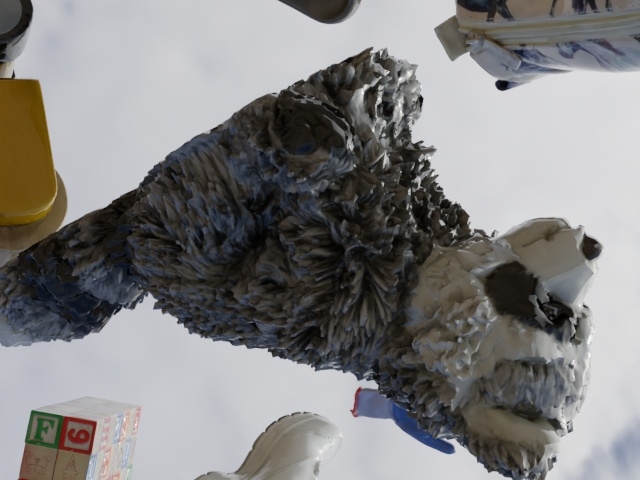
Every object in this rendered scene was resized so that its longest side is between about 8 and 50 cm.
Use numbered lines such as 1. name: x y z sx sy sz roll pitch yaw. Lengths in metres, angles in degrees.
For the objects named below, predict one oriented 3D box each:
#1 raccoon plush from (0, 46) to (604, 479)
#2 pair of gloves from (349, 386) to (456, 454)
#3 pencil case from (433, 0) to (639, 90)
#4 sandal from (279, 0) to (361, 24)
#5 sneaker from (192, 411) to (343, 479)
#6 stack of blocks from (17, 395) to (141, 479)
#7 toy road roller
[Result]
1. raccoon plush: -0.013 0.068 0.880 0.446 0.299 0.216 -28 180 37
2. pair of gloves: 0.108 0.149 1.272 0.159 0.198 0.023 11 -139 13
3. pencil case: 0.296 -0.230 1.146 0.183 0.160 0.410 -44 -157 -19
4. sandal: -0.066 -0.265 1.145 0.219 0.090 0.060 31 -141 -3
5. sneaker: -0.053 0.313 1.477 0.129 0.111 0.297 23 -147 26
6. stack of blocks: -0.323 0.308 1.626 0.087 0.297 0.171 10 -93 3
7. toy road roller: -0.417 -0.110 1.271 0.240 0.202 0.330 -8 -108 -25
